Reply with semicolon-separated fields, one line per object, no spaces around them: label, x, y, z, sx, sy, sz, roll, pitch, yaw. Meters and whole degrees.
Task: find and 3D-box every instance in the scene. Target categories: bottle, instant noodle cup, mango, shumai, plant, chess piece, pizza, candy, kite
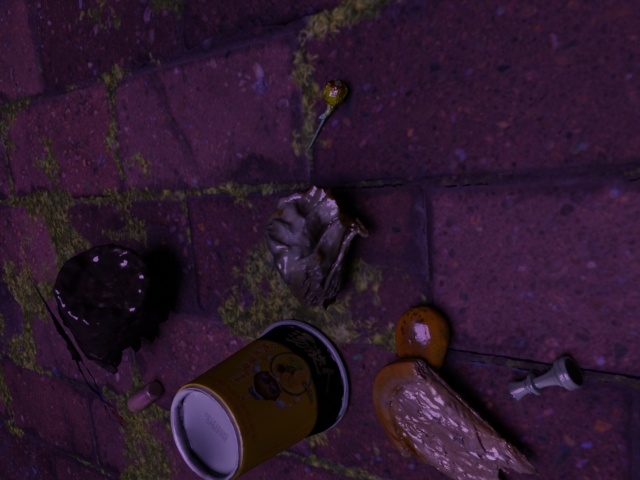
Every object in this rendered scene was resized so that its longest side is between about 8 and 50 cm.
bottle;-0.403;0.359;1.135;0.096;0.045;0.045;-39;78;33
instant noodle cup;-0.102;0.258;0.793;0.216;0.236;0.215;7;103;35
mango;0.146;0.147;0.709;0.079;0.057;0.114;5;111;29
shumai;0.003;0.004;0.755;0.142;0.184;0.184;-28;83;5
plant;-0.419;0.134;1.007;0.199;0.189;0.276;50;149;14
chess piece;0.283;0.181;0.634;0.093;0.042;0.042;-39;77;41
pizza;0.179;0.284;0.707;0.262;0.034;0.181;38;134;14
candy;0.005;-0.189;0.751;0.035;0.035;0.122;37;129;9
kite;-0.495;0.228;0.999;0.360;0.022;0.204;54;152;6
